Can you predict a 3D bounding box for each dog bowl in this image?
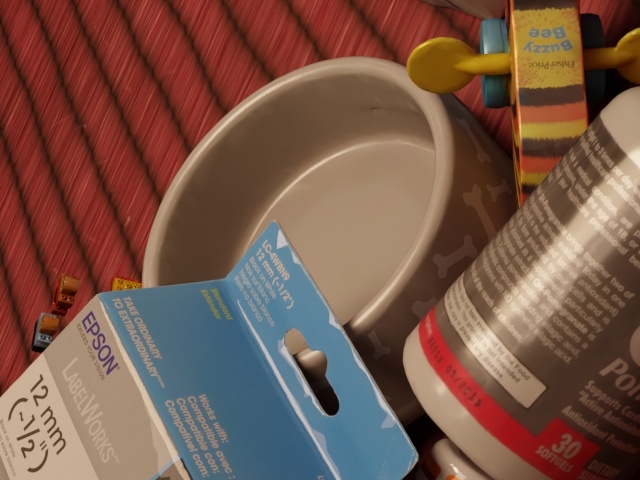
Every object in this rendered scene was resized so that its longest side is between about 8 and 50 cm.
[{"bbox_3d":[0.000,0.000,1.359,0.348,0.102,0.349,-21,49,26],"label":"dog bowl"}]

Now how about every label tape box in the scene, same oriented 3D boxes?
[{"bbox_3d":[-0.123,0.174,1.216,0.348,0.115,0.249,-47,53,21],"label":"label tape box"}]

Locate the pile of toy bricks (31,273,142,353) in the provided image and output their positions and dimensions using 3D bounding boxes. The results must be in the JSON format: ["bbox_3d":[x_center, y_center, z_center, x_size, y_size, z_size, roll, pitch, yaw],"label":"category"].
[{"bbox_3d":[-0.216,0.112,1.612,0.105,0.118,0.212,131,148,-54],"label":"pile of toy bricks"}]

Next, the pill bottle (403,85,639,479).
[{"bbox_3d":[0.214,0.013,1.070,0.318,0.176,0.176,-51,36,18],"label":"pill bottle"}]

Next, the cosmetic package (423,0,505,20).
[{"bbox_3d":[0.152,-0.444,1.472,0.230,0.161,0.453,32,95,56],"label":"cosmetic package"}]

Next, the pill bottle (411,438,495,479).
[{"bbox_3d":[0.081,0.226,1.185,0.152,0.086,0.086,-58,34,8],"label":"pill bottle"}]

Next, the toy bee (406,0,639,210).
[{"bbox_3d":[0.157,-0.164,1.249,0.195,0.162,0.298,-22,65,-5],"label":"toy bee"}]
